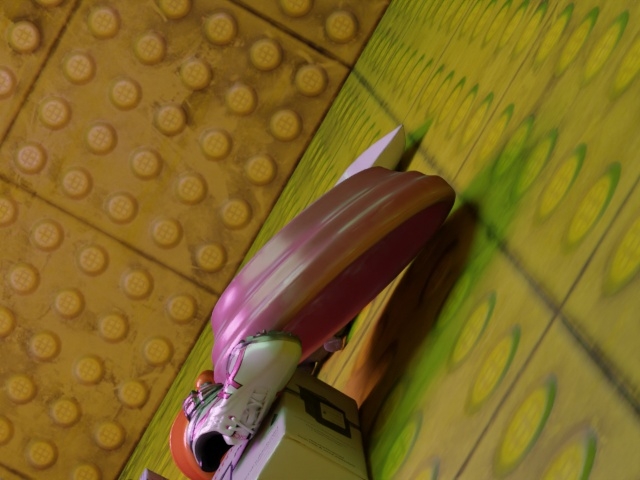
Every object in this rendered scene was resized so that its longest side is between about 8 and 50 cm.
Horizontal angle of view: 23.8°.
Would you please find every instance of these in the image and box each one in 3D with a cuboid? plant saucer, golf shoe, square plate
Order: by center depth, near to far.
[{"bbox_3d":[-0.071,0.159,1.496,0.186,0.067,0.086,-49,40,39],"label":"golf shoe"},{"bbox_3d":[0.001,0.034,1.643,0.332,0.084,0.332,-41,-11,-10],"label":"plant saucer"},{"bbox_3d":[0.000,0.000,2.300,0.347,0.049,0.344,-54,6,-14],"label":"square plate"}]

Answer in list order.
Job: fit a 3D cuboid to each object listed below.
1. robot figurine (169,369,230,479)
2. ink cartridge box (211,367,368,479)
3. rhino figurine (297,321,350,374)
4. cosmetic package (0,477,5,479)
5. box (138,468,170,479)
[{"bbox_3d":[-0.131,0.261,2.007,0.128,0.158,0.219,-49,5,-17],"label":"robot figurine"},{"bbox_3d":[-0.039,0.246,1.530,0.172,0.100,0.237,-59,7,10],"label":"ink cartridge box"},{"bbox_3d":[0.001,0.102,1.944,0.243,0.073,0.106,-55,12,29],"label":"rhino figurine"},{"bbox_3d":[-0.348,0.438,1.825,0.156,0.385,0.217,-59,9,21],"label":"cosmetic package"},{"bbox_3d":[-0.217,0.405,2.076,0.137,0.126,0.072,-61,9,1],"label":"box"}]
